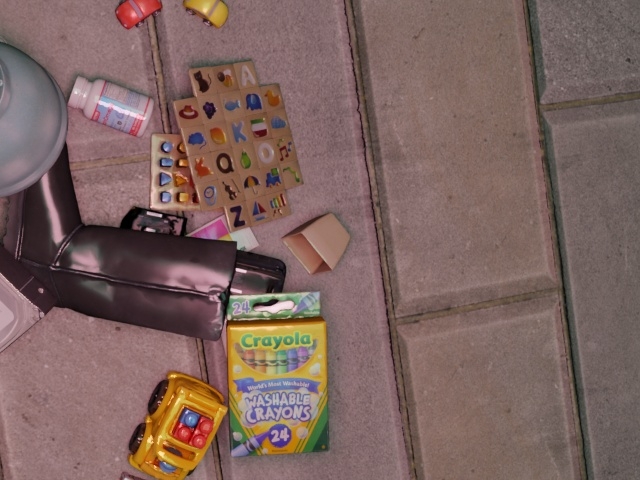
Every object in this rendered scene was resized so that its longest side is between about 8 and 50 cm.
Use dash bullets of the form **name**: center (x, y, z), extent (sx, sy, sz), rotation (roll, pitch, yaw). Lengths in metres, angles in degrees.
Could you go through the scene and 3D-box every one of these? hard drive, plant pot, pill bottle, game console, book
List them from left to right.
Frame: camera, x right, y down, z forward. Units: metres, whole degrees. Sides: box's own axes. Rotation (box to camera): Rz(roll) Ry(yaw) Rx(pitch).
- **hard drive**: center (-0.693, 0.066, 1.743), extent (0.237, 0.064, 0.339), rotation (-35, 103, 28)
- **plant pot**: center (-0.618, -0.239, 1.644), extent (0.293, 0.196, 0.293), rotation (0, 78, -2)
- **pill bottle**: center (-0.426, -0.275, 1.878), extent (0.160, 0.087, 0.087), rotation (19, 86, -16)
- **game console**: center (-0.256, 0.067, 1.928), extent (0.361, 0.044, 0.213), rotation (13, 90, -5)
- **book**: center (-0.217, 0.003, 1.979), extent (0.144, 0.035, 0.096), rotation (-29, 96, -15)
- **plant pot**: center (0.000, 0.000, 2.012), extent (0.096, 0.109, 0.109), rotation (-45, 103, -24)

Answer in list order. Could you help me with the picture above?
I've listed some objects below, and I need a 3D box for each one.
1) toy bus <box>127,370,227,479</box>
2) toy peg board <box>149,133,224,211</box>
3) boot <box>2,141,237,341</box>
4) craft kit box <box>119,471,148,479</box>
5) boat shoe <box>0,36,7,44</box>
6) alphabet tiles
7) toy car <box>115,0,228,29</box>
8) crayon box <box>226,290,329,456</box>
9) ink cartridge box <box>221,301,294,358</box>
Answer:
- **toy bus**: center (-0.282, 0.398, 1.876), extent (0.149, 0.211, 0.220), rotation (28, 85, -17)
- **toy peg board**: center (-0.271, -0.143, 1.934), extent (0.161, 0.079, 0.161), rotation (1, 91, -17)
- **boot**: center (-0.377, -0.011, 1.815), extent (0.445, 0.146, 0.367), rotation (12, 100, 0)
- **craft kit box**: center (-0.346, 0.644, 1.944), extent (0.247, 0.061, 0.250), rotation (22, 85, -14)
- **boat shoe**: center (-0.736, -0.379, 1.780), extent (0.258, 0.084, 0.095), rotation (-6, 93, -17)
- **alphabet tiles**: center (-0.166, -0.200, 1.937), extent (0.285, 0.011, 0.342), rotation (-19, 98, -42)
- **toy car**: center (-0.309, -0.556, 1.925), extent (0.239, 0.053, 0.225), rotation (-4, 93, -17)
- **crayon box**: center (-0.090, 0.272, 1.894), extent (0.203, 0.083, 0.323), rotation (-2, 94, -7)
- **ink cartridge box**: center (-0.109, 0.248, 1.974), extent (0.181, 0.056, 0.224), rotation (-14, 89, -5)
